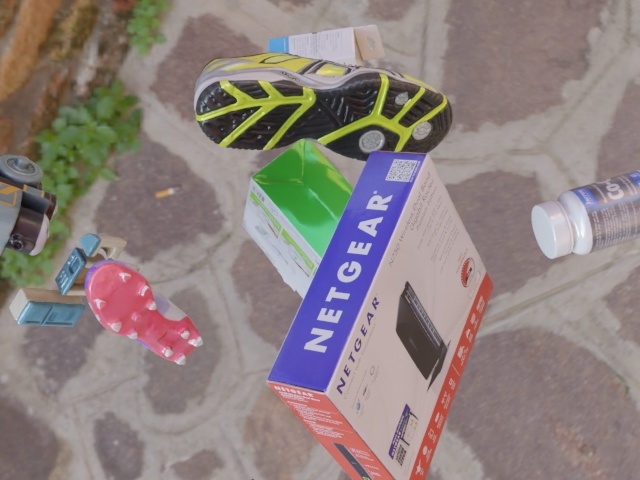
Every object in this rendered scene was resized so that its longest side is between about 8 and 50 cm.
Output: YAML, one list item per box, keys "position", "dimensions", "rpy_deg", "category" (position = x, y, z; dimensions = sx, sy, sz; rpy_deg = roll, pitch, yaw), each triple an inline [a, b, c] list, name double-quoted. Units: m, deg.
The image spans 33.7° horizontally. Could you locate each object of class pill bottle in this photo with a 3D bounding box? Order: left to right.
- position: [0.321, -0.028, 1.225]
  dimensions: [0.137, 0.078, 0.078]
  rpy_deg: [-16, 87, -9]
  category: "pill bottle"

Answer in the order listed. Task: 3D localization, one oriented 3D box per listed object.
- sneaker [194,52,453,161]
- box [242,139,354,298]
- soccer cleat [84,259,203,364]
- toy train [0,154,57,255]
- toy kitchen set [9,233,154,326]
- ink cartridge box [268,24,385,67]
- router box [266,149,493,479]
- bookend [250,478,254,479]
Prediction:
- position: [0.009, -0.210, 1.514]
  dimensions: [0.147, 0.384, 0.145]
  rpy_deg: [-108, 30, -50]
  category: "sneaker"
- position: [0.000, 0.000, 1.740]
  dimensions: [0.126, 0.231, 0.262]
  rpy_deg: [-39, 80, -17]
  category: "box"
- position: [-0.248, 0.089, 1.418]
  dimensions: [0.083, 0.248, 0.095]
  rpy_deg: [-48, 52, -4]
  category: "soccer cleat"
- position: [-0.571, -0.074, 1.629]
  dimensions: [0.334, 0.190, 0.142]
  rpy_deg: [21, 117, -22]
  category: "toy train"
- position: [-0.411, 0.103, 1.816]
  dimensions: [0.207, 0.122, 0.166]
  rpy_deg: [-54, 53, 23]
  category: "toy kitchen set"
- position: [0.013, -0.293, 1.739]
  dimensions: [0.180, 0.104, 0.060]
  rpy_deg: [-6, 66, 11]
  category: "ink cartridge box"
- position: [0.091, 0.111, 1.315]
  dimensions: [0.082, 0.301, 0.335]
  rpy_deg: [7, 59, 32]
  category: "router box"
- position: [-0.126, 0.534, 1.858]
  dimensions: [0.072, 0.157, 0.156]
  rpy_deg: [-34, 97, 32]
  category: "bookend"
